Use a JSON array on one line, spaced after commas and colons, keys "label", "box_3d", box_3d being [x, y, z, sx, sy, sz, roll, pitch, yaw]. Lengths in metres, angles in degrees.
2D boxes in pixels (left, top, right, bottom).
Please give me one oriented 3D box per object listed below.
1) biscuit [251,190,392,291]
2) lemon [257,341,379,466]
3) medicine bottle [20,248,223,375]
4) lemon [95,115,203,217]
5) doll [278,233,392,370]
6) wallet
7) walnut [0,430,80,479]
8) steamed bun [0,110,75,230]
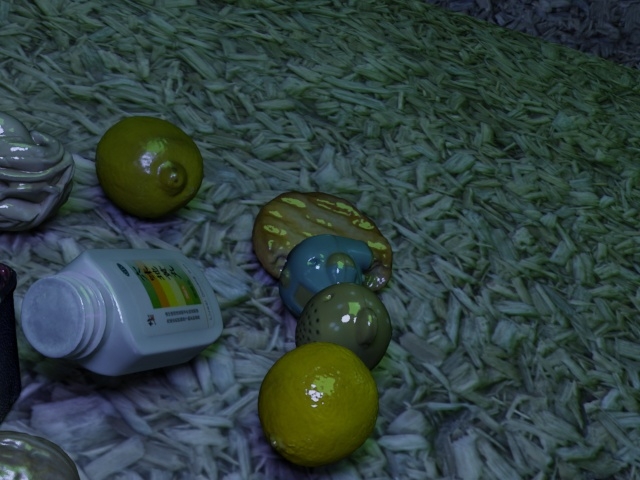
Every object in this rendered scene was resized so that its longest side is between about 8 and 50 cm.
[{"label": "biscuit", "box_3d": [0.000, 0.001, 1.852, 0.274, 0.091, 0.213, 10, 40, -17]}, {"label": "lemon", "box_3d": [-0.007, 0.245, 1.457, 0.178, 0.178, 0.203, 38, 47, 19]}, {"label": "medicine bottle", "box_3d": [-0.283, 0.101, 1.426, 0.179, 0.124, 0.324, 61, 23, 14]}, {"label": "lemon", "box_3d": [-0.314, -0.136, 1.773, 0.184, 0.184, 0.248, -8, 28, -37]}, {"label": "doll", "box_3d": [0.025, 0.119, 1.639, 0.162, 0.177, 0.260, 11, 34, -26]}, {"label": "wallet", "box_3d": [-0.457, 0.182, 1.231, 0.071, 0.220, 0.262, 15, 35, 3]}, {"label": "walnut", "box_3d": [-0.377, 0.300, 1.199, 0.162, 0.140, 0.140, 28, 33, -14]}, {"label": "steamed bun", "box_3d": [-0.516, -0.095, 1.594, 0.211, 0.218, 0.144, 21, 56, -14]}]
